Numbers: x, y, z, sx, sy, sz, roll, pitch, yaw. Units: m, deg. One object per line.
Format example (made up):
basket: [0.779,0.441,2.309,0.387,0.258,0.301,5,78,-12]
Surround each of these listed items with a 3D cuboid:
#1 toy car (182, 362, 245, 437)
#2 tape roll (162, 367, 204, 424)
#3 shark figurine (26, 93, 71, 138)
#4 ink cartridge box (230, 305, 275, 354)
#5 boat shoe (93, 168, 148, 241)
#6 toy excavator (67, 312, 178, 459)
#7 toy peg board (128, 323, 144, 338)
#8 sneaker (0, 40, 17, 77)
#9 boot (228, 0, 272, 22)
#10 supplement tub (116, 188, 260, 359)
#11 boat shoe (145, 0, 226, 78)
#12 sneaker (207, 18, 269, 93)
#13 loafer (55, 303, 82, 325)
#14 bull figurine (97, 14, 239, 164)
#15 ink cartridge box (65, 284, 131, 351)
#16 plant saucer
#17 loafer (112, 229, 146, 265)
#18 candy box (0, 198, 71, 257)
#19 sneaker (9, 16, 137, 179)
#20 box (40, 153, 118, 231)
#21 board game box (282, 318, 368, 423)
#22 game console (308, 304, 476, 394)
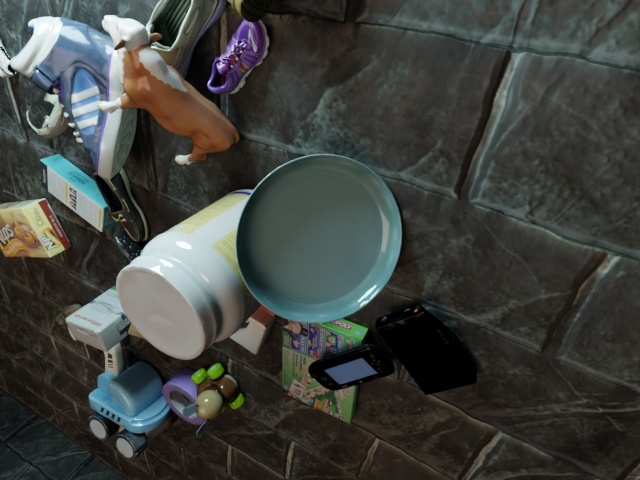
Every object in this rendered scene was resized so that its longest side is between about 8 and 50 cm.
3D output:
toy car: [-0.356,0.513,1.293,0.149,0.188,0.155,-25,103,27]
tape roll: [-0.457,0.549,1.452,0.189,0.080,0.189,14,123,22]
shark figurine: [-0.639,-0.303,1.046,0.278,0.116,0.166,-30,66,31]
ink cartridge box: [-0.245,0.149,1.105,0.275,0.060,0.239,31,130,11]
boat shoe: [-0.548,-0.092,1.130,0.081,0.068,0.227,0,117,30]
toy excavator: [-0.748,0.503,1.543,0.433,0.222,0.445,18,111,21]
toy peg board: [-0.474,0.225,1.255,0.161,0.079,0.160,21,116,-15]
sneaker: [-0.838,-0.488,1.090,0.044,0.040,0.109,6,125,8]
boot: [-0.143,-0.510,0.631,0.269,0.089,0.236,47,107,13]
supplement tub: [-0.211,0.056,0.852,0.241,0.331,0.241,15,124,23]
boat shoe: [-0.297,-0.390,0.791,0.302,0.094,0.109,-33,98,39]
sneaker: [-0.154,-0.332,0.758,0.068,0.071,0.170,44,129,0]
loafer: [-0.983,0.284,1.623,0.148,0.050,0.056,-27,106,22]
bull figurine: [-0.304,-0.271,0.799,0.188,0.101,0.310,-12,141,38]
ink cartridge box: [-0.648,0.233,1.292,0.153,0.208,0.087,12,123,24]
plant saucer: [0.000,0.000,0.771,0.317,0.317,0.044,67,170,-18]
loafer: [-0.527,0.068,1.208,0.078,0.076,0.223,-30,105,35]
candy box: [-1.026,-0.039,1.428,0.316,0.087,0.183,0,117,31]
sneaker: [-0.547,-0.313,0.912,0.236,0.130,0.323,17,120,-10]
box: [-0.697,-0.138,1.195,0.244,0.060,0.100,36,129,7]
board game box: [0.002,0.320,1.070,0.213,0.046,0.317,17,124,20]
game console: [0.141,0.277,0.924,0.361,0.044,0.213,-27,109,30]
